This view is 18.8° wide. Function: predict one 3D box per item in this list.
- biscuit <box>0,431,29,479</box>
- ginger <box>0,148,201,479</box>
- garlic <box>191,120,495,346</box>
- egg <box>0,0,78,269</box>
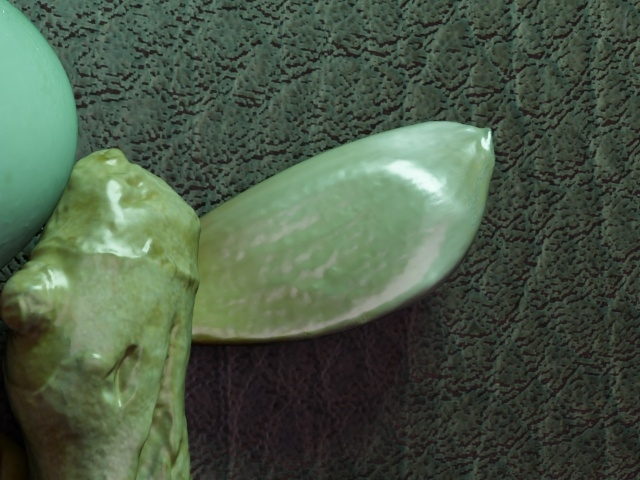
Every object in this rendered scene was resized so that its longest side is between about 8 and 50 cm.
[{"bbox_3d":[-0.214,0.250,1.426,0.183,0.039,0.174,47,37,-34],"label":"biscuit"},{"bbox_3d":[-0.154,0.110,1.398,0.190,0.126,0.354,-3,88,-59],"label":"ginger"},{"bbox_3d":[0.005,0.008,1.538,0.318,0.112,0.143,-23,78,-20],"label":"garlic"},{"bbox_3d":[-0.349,-0.066,1.276,0.389,0.276,0.276,-4,86,-27],"label":"egg"}]
